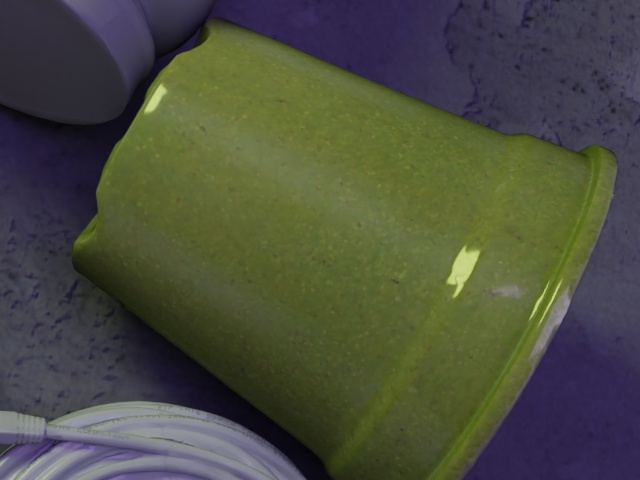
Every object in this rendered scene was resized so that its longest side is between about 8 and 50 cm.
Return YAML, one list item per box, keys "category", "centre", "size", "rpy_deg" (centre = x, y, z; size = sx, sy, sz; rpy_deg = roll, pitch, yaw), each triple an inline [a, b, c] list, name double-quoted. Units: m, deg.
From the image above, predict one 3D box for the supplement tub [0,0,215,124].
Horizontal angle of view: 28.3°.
- category: "supplement tub"
  centre: [-0.138, -0.254, 0.783]
  size: [0.228, 0.228, 0.316]
  rpy_deg: [30, 67, -13]

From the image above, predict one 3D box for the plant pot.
- category: "plant pot"
  centre: [0.000, 0.000, 0.779]
  size: [0.254, 0.276, 0.276]
  rpy_deg: [31, 67, -1]

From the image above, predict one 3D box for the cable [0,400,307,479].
- category: "cable"
  centre: [-0.108, 0.225, 0.755]
  size: [0.257, 0.089, 0.257]
  rpy_deg: [1, 77, -23]
